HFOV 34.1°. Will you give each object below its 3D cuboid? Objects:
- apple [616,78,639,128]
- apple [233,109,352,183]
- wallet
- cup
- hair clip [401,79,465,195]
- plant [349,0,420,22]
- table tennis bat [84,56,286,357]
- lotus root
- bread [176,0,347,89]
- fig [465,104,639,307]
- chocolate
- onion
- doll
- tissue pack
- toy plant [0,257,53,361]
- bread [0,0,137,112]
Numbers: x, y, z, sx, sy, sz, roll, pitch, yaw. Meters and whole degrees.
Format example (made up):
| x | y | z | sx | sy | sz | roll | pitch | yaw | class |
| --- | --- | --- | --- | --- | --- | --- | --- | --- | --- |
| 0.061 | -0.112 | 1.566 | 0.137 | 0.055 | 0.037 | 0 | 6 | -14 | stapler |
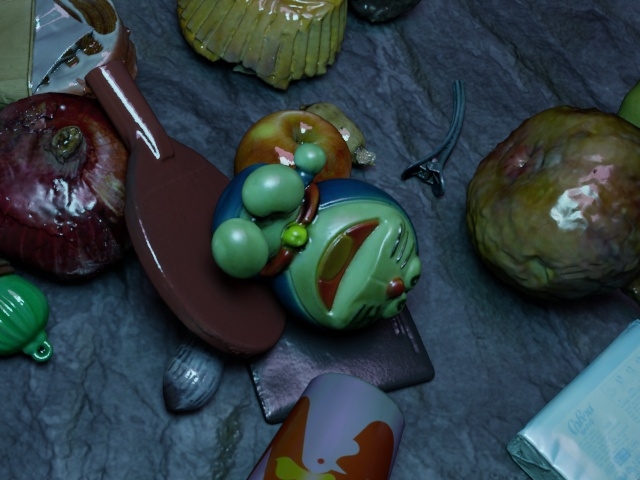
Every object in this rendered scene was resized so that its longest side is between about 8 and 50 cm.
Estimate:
| x | y | z | sx | sy | sz | roll | pitch | yaw | class |
| --- | --- | --- | --- | --- | --- | --- | --- | --- | --- |
| 0.559 | -0.128 | 1.543 | 0.279 | 0.279 | 0.279 | 6 | 59 | -10 | apple |
| -0.041 | -0.100 | 1.459 | 0.163 | 0.139 | 0.163 | 11 | 44 | -10 | apple |
| 0.024 | 0.157 | 1.387 | 0.244 | 0.025 | 0.124 | -11 | 64 | -20 | wallet |
| -0.012 | 0.305 | 1.210 | 0.203 | 0.203 | 0.288 | 27 | 51 | 3 | cup |
| 0.193 | -0.164 | 1.612 | 0.070 | 0.039 | 0.229 | 26 | 53 | 2 | hair clip |
| 0.085 | -0.492 | 1.708 | 0.146 | 0.149 | 0.274 | -12 | 54 | 9 | plant |
| -0.168 | -0.041 | 1.314 | 0.414 | 0.051 | 0.268 | 59 | 26 | -4 | table tennis bat |
| 0.024 | -0.156 | 1.547 | 0.152 | 0.063 | 0.072 | 42 | 50 | 16 | lotus root |
| -0.084 | -0.368 | 1.592 | 0.274 | 0.149 | 0.274 | 6 | 56 | -8 | bread |
| 0.377 | 0.006 | 1.466 | 0.368 | 0.286 | 0.286 | 52 | 55 | -24 | fig |
| -0.148 | 0.144 | 1.327 | 0.072 | 0.072 | 0.167 | 24 | 56 | 1 | chocolate |
| -0.325 | -0.077 | 1.325 | 0.252 | 0.219 | 0.252 | 8 | 68 | -19 | onion |
| -0.001 | 0.001 | 1.328 | 0.322 | 0.186 | 0.198 | 33 | 93 | -32 | doll |
| 0.396 | 0.251 | 1.387 | 0.263 | 0.089 | 0.177 | -37 | 73 | -26 | tissue pack |
| -0.418 | 0.086 | 1.281 | 0.143 | 0.105 | 0.200 | -41 | 88 | -19 | toy plant |
| -0.369 | -0.257 | 1.475 | 0.212 | 0.142 | 0.224 | -5 | 62 | 0 | bread |
